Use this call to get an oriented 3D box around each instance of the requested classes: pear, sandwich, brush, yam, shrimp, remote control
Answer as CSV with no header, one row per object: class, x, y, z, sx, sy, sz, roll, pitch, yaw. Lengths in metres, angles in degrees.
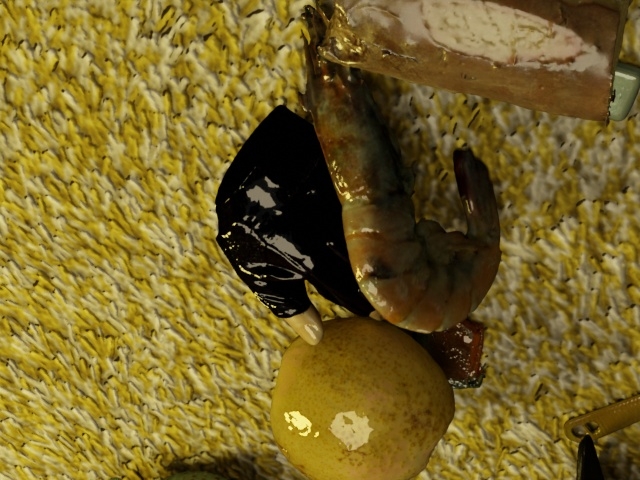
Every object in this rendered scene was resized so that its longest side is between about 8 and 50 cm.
pear,0.041,0.155,1.201,0.178,0.178,0.178,6,124,9
sandwich,0.123,0.101,1.231,0.069,0.026,0.101,2,123,13
brush,0.332,0.151,1.227,0.218,0.010,0.082,-29,113,29
yam,0.124,-0.176,0.984,0.238,0.129,0.128,14,107,6
shrimp,0.072,-0.069,1.087,0.058,0.169,0.296,-16,91,53
remote control,0.202,-0.136,1.059,0.124,0.018,0.053,16,124,2

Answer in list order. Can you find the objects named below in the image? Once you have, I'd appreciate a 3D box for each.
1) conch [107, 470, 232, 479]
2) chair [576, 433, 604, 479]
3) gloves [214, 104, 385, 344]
conch,-0.132,0.313,1.372,0.200,0.131,0.172,48,158,26
chair,0.446,0.277,1.158,0.401,0.226,0.226,-7,121,17
gloves,0.000,0.000,1.128,0.203,0.164,0.124,36,163,-21
